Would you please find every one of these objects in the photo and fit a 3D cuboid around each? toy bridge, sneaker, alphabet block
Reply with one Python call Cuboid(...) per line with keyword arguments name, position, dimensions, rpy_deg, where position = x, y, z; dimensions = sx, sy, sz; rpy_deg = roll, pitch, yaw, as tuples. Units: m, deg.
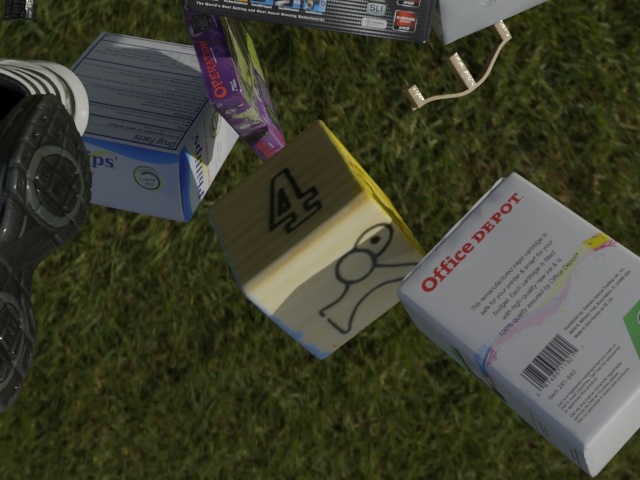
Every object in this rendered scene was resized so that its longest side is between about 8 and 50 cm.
Cuboid(name="toy bridge", position=(0.209, -0.251, 1.436), dimensions=(0.188, 0.026, 0.063), rpy_deg=(-38, 107, -6))
Cuboid(name="sneaker", position=(-0.269, -0.003, 0.738), dimensions=(0.130, 0.286, 0.109), rpy_deg=(1, 143, 18))
Cuboid(name="sneaker", position=(-0.525, -0.155, 1.124), dimensions=(0.448, 0.257, 0.169), rpy_deg=(-7, 92, 5))
Cuboid(name="alphabet block", position=(0.000, 0.000, 1.251), dimensions=(0.197, 0.193, 0.192), rpy_deg=(-38, 133, 7))

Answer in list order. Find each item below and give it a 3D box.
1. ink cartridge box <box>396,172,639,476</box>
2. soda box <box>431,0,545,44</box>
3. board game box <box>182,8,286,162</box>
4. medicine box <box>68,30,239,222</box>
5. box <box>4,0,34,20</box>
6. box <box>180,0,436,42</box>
Cuboid(name="ink cartridge box", position=(0.256, 0.087, 1.070), dimensions=(0.201, 0.278, 0.117), rpy_deg=(-45, 147, -7))
Cuboid(name="soda box", position=(0.253, -0.346, 1.143), dimensions=(0.286, 0.091, 0.098), rpy_deg=(-23, 149, -2))
Cuboid(name="board game box", position=(-0.119, -0.241, 1.318), dimensions=(0.056, 0.347, 0.208), rpy_deg=(-22, 80, 4))
Cuboid(name="medicine box", position=(-0.292, -0.195, 1.580), dimensions=(0.264, 0.289, 0.149), rpy_deg=(12, 135, 12))
Cuboid(name="box", position=(-0.563, -0.447, 1.797), dimensions=(0.018, 0.083, 0.067), rpy_deg=(-3, 98, -45))
Cuboid(name="box", position=(-0.002, -0.332, 1.001), dimensions=(0.270, 0.060, 0.216), rpy_deg=(5, 110, -13))
